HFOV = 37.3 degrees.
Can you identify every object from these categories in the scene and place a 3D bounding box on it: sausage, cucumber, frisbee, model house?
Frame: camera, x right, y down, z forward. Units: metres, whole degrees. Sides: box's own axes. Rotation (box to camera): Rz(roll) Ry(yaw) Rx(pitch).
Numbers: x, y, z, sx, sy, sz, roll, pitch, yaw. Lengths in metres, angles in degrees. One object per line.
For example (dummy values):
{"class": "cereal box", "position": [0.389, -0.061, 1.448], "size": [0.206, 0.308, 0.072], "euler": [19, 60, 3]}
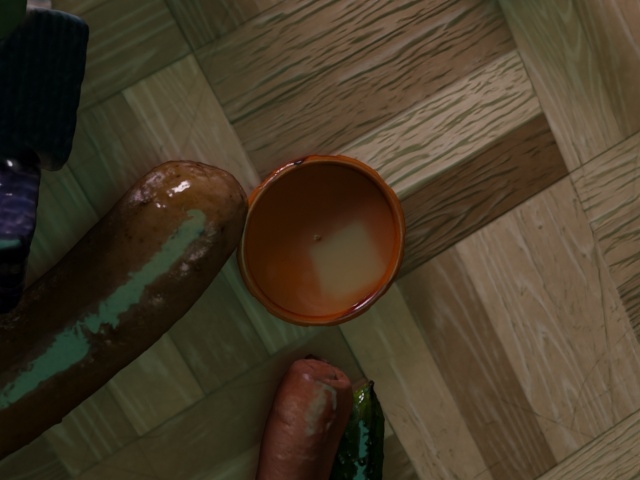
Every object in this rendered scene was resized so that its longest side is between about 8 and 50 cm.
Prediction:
{"class": "sausage", "position": [-0.270, 0.104, 0.924], "size": [0.501, 0.123, 0.136], "euler": [-40, 113, -6]}
{"class": "cucumber", "position": [0.041, 0.270, 1.090], "size": [0.069, 0.069, 0.227], "euler": [4, 96, -18]}
{"class": "frisbee", "position": [0.000, 0.000, 1.034], "size": [0.192, 0.035, 0.192], "euler": [-3, 102, -16]}
{"class": "sausage", "position": [-0.043, 0.335, 1.059], "size": [0.094, 0.094, 0.419], "euler": [-3, 107, -57]}
{"class": "model house", "position": [-0.324, -0.095, 0.790], "size": [0.243, 0.284, 0.298], "euler": [8, 99, -24]}
